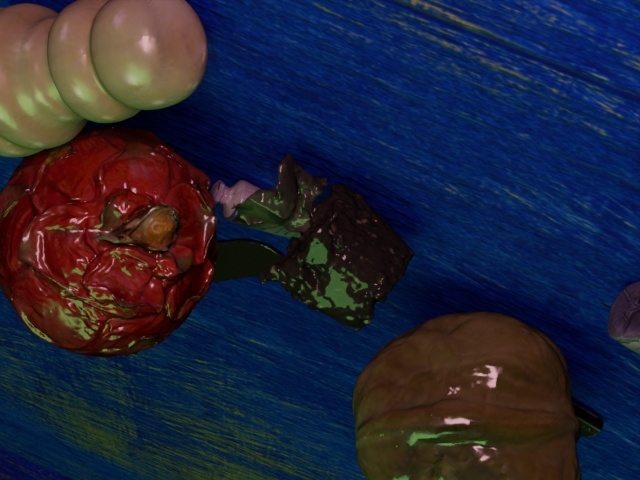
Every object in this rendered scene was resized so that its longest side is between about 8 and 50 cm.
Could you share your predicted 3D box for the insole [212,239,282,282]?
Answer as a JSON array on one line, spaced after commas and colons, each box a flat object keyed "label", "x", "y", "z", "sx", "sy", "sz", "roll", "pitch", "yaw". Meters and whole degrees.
[{"label": "insole", "x": -0.161, "y": 0.026, "z": 2.049, "sx": 0.328, "sy": 0.007, "sz": 0.111, "roll": -2, "pitch": 145, "yaw": 45}]

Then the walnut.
[{"label": "walnut", "x": 0.177, "y": 0.236, "z": 1.793, "sx": 0.277, "sy": 0.282, "sz": 0.253, "roll": -8, "pitch": 140, "yaw": 23}]

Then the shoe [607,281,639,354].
[{"label": "shoe", "x": 0.426, "y": 0.104, "z": 1.551, "sx": 0.137, "sy": 0.095, "sz": 0.245, "roll": 36, "pitch": 157, "yaw": -28}]

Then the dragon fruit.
[{"label": "dragon fruit", "x": -0.255, "y": -0.002, "z": 1.738, "sx": 0.277, "sy": 0.277, "sz": 0.342, "roll": 36, "pitch": 170, "yaw": -21}]

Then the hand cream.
[{"label": "hand cream", "x": -0.069, "y": -0.033, "z": 1.804, "sx": 0.142, "sy": 0.053, "sz": 0.084, "roll": 25, "pitch": 157, "yaw": -23}]

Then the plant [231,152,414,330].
[{"label": "plant", "x": 0.000, "y": 0.000, "z": 1.682, "sx": 0.203, "sy": 0.131, "sz": 0.142, "roll": 36, "pitch": 126, "yaw": 5}]

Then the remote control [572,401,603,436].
[{"label": "remote control", "x": 0.278, "y": 0.199, "z": 1.946, "sx": 0.212, "sy": 0.028, "sz": 0.059, "roll": 32, "pitch": 151, "yaw": -15}]

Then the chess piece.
[{"label": "chess piece", "x": -0.243, "y": -0.189, "z": 1.558, "sx": 0.300, "sy": 0.167, "sz": 0.167, "roll": -8, "pitch": 140, "yaw": 39}]
